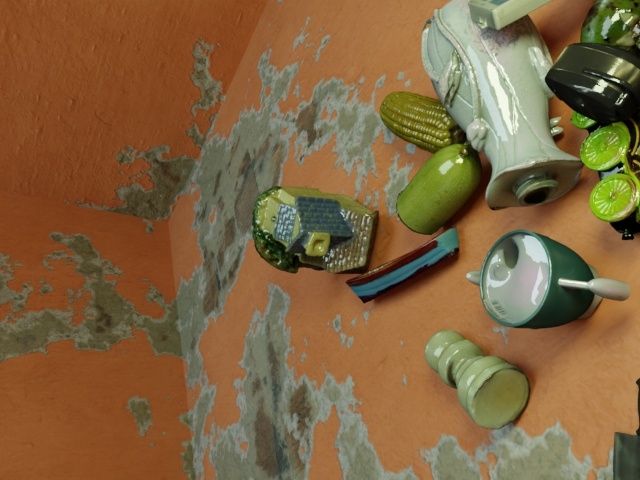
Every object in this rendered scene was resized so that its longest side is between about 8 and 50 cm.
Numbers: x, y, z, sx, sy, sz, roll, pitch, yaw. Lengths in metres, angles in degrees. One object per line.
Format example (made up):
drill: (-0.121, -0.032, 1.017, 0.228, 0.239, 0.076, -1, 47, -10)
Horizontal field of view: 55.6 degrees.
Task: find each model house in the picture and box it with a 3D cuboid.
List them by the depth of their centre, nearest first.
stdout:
model house: (0.000, 0.000, 1.674, 0.266, 0.321, 0.261, 30, 113, 58)

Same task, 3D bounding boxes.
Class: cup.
cup: (0.399, 0.077, 1.069, 0.299, 0.173, 0.167, 1, 82, 61)

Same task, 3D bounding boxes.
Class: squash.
squash: (0.278, -0.124, 1.361, 0.247, 0.132, 0.132, 128, 143, -55)

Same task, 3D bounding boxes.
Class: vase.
vase: (0.357, -0.278, 1.208, 0.250, 0.250, 0.445, -42, 52, 47)

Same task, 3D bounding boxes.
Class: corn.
corn: (0.256, -0.294, 1.504, 0.344, 0.131, 0.131, 43, 117, 60)

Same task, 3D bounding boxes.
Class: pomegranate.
pomegranate: (0.515, -0.358, 1.024, 0.169, 0.148, 0.148, -6, -69, -77)

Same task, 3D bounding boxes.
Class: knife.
knife: (0.497, 0.337, 0.964, 0.072, 0.019, 0.245, -6, 77, 61)

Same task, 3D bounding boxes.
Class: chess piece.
chess piece: (0.302, 0.265, 1.244, 0.243, 0.133, 0.133, -138, 64, -65)

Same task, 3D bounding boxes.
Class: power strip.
power strip: (0.447, -0.492, 1.106, 0.367, 0.043, 0.106, -29, 33, 0)

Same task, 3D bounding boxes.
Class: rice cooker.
rice cooker: (0.448, -0.257, 0.981, 0.165, 0.112, 0.106, 30, 89, 46)

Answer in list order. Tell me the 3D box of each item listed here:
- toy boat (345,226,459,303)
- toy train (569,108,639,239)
toy boat: (0.191, 0.071, 1.510, 0.392, 0.136, 0.079, -36, 81, 50)
toy train: (0.522, -0.149, 1.014, 0.160, 0.100, 0.296, -29, 53, 45)
